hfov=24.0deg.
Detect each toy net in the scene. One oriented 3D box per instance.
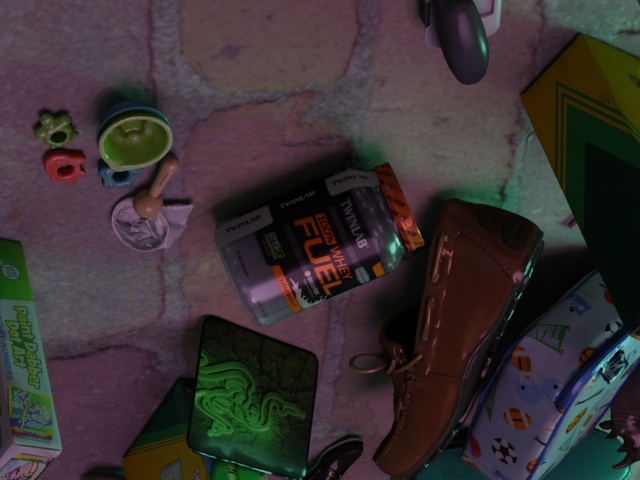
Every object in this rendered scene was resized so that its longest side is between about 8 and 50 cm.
[{"bbox_3d":[-0.185,-0.045,1.424,0.122,0.045,0.232,-19,143,-4],"label":"toy net"}]

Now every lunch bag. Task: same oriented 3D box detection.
[{"bbox_3d":[0.299,0.159,1.796,0.243,0.115,0.303,-32,156,-38],"label":"lunch bag"}]

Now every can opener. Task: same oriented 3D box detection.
[{"bbox_3d":[0.132,-0.254,1.277,0.076,0.095,0.283,-15,142,-10],"label":"can opener"}]

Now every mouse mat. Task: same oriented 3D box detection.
[{"bbox_3d":[-0.072,0.178,1.680,0.007,0.153,0.189,-10,156,43],"label":"mouse mat"}]

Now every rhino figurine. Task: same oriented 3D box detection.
[{"bbox_3d":[0.428,0.188,1.922,0.106,0.073,0.243,22,106,-10],"label":"rhino figurine"}]

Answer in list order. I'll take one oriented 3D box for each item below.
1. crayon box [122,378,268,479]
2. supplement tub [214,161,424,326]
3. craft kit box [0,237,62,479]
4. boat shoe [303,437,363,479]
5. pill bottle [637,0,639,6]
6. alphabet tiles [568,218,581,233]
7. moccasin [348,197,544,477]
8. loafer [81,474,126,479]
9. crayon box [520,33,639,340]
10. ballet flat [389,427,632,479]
[{"bbox_3d":[-0.128,0.317,1.701,0.081,0.278,0.165,8,134,-34],"label":"crayon box"},{"bbox_3d":[0.000,0.000,1.508,0.190,0.117,0.117,-24,143,3],"label":"supplement tub"},{"bbox_3d":[-0.341,0.167,1.441,0.061,0.250,0.246,16,129,-37],"label":"craft kit box"},{"bbox_3d":[0.010,0.302,1.945,0.133,0.042,0.049,-42,136,23],"label":"boat shoe"},{"bbox_3d":[0.418,-0.272,1.346,0.272,0.152,0.152,-23,143,4],"label":"pill bottle"},{"bbox_3d":[0.398,-0.074,1.695,0.198,0.009,0.237,19,127,-40],"label":"alphabet tiles"},{"bbox_3d":[0.123,0.116,1.692,0.147,0.139,0.380,24,133,9],"label":"moccasin"},{"bbox_3d":[-0.236,0.305,1.841,0.125,0.039,0.045,21,93,-45],"label":"loafer"},{"bbox_3d":[0.403,-0.017,1.503,0.363,0.313,0.106,17,132,-36],"label":"crayon box"},{"bbox_3d":[0.249,0.311,2.025,0.348,0.123,0.123,-2,139,-24],"label":"ballet flat"}]
